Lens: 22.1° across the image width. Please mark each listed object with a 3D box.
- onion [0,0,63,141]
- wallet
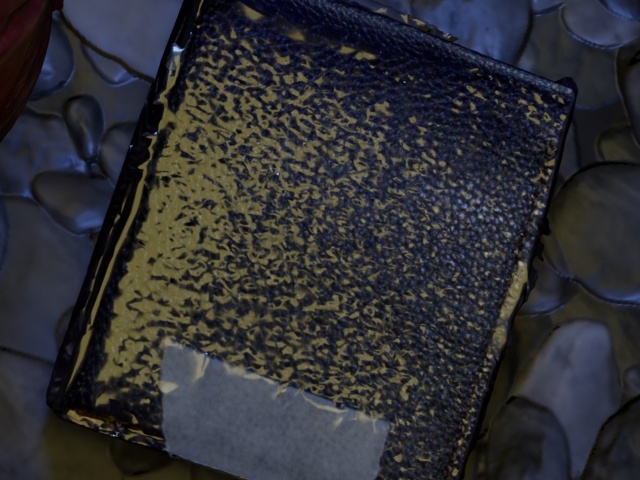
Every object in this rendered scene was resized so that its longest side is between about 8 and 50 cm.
[{"bbox_3d":[-0.270,-0.147,0.655,0.354,0.353,0.353,3,77,-15],"label":"onion"},{"bbox_3d":[0.000,0.000,0.847,0.221,0.071,0.262,21,76,-15],"label":"wallet"}]
